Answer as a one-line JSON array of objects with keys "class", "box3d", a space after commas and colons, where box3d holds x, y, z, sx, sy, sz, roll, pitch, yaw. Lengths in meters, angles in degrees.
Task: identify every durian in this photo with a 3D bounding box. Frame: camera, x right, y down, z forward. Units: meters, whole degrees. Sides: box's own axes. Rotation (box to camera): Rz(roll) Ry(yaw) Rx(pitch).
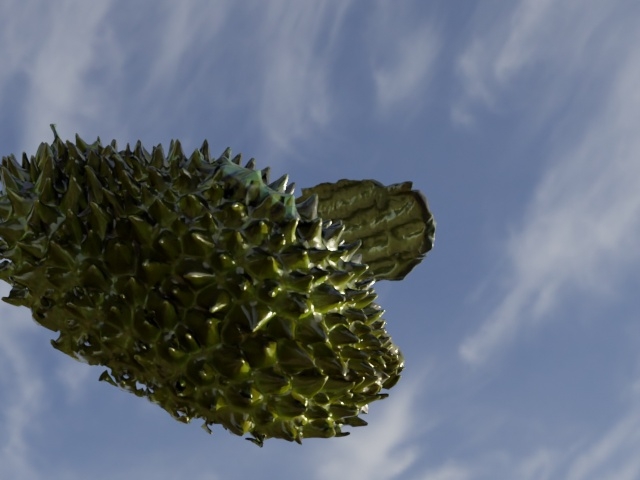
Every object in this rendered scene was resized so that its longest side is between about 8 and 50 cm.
[{"class": "durian", "box3d": [-0.059, 0.005, 0.626, 0.221, 0.137, 0.095, 28, -63, 7]}]

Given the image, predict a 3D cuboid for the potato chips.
[{"class": "potato chips", "box3d": [0.000, 0.000, 1.043, 0.208, 0.028, 0.091, -11, -69, 33]}]
